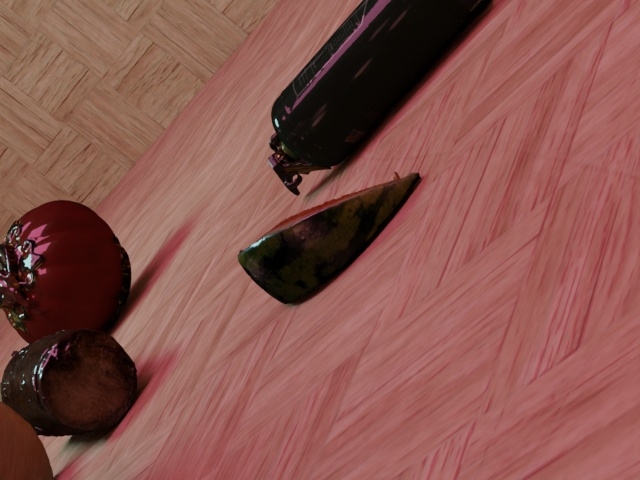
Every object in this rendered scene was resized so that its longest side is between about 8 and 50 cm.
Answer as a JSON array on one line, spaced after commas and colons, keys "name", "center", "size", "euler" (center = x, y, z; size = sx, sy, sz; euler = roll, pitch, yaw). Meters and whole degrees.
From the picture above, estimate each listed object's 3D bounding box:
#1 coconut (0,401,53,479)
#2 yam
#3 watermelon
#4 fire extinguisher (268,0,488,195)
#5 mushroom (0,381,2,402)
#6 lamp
[{"name": "coconut", "center": [-0.428, 0.268, 1.485], "size": [0.344, 0.415, 0.415], "euler": [-45, 7, -26]}, {"name": "yam", "center": [-0.298, 0.166, 1.894], "size": [0.131, 0.131, 0.279], "euler": [-56, 12, -18]}, {"name": "watermelon", "center": [-0.003, -0.005, 1.402], "size": [0.119, 0.063, 0.245], "euler": [-43, 4, -29]}, {"name": "fire extinguisher", "center": [0.041, -0.162, 1.629], "size": [0.311, 0.095, 0.114], "euler": [-46, -32, 24]}, {"name": "mushroom", "center": [-0.459, 0.246, 2.437], "size": [0.100, 0.081, 0.312], "euler": [-34, 17, 52]}, {"name": "lamp", "center": [-0.389, 0.052, 2.392], "size": [0.227, 0.227, 0.227], "euler": [-50, 11, 13]}]
